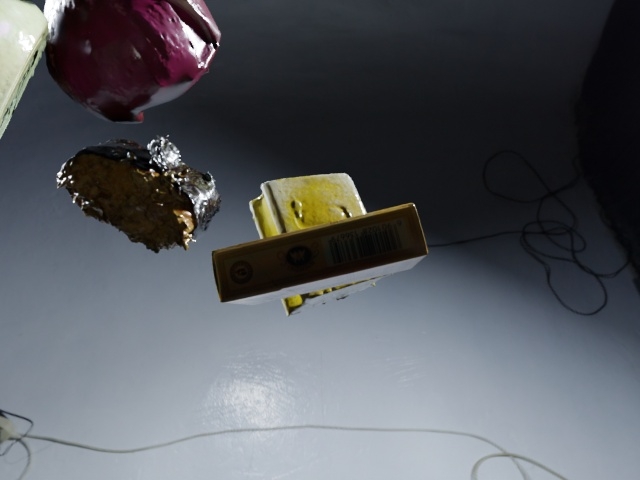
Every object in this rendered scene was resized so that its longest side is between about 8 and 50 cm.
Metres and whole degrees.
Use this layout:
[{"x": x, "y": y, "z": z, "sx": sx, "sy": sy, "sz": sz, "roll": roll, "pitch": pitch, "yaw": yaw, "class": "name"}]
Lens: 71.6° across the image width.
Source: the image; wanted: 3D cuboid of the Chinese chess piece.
[{"x": -0.433, "y": -0.198, "z": 0.547, "sx": 0.101, "sy": 0.250, "sz": 0.250, "roll": 27, "pitch": 46, "yaw": -34, "class": "Chinese chess piece"}]

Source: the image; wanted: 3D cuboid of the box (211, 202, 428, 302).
[{"x": 0.003, "y": 0.030, "z": 0.649, "sx": 0.275, "sy": 0.174, "sz": 0.076, "roll": -13, "pitch": 78, "yaw": 2, "class": "box"}]

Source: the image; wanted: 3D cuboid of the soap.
[{"x": 0.000, "y": 0.000, "z": 1.186, "sx": 0.294, "sy": 0.156, "sz": 0.334, "roll": -11, "pitch": 70, "yaw": -29, "class": "soap"}]

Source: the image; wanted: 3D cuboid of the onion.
[{"x": -0.460, "y": -0.483, "z": 0.951, "sx": 0.399, "sy": 0.420, "sz": 0.397, "roll": -14, "pitch": 56, "yaw": 22, "class": "onion"}]

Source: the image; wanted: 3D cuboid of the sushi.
[{"x": -0.408, "y": -0.126, "z": 1.031, "sx": 0.349, "sy": 0.234, "sz": 0.207, "roll": 24, "pitch": 18, "yaw": 4, "class": "sushi"}]
